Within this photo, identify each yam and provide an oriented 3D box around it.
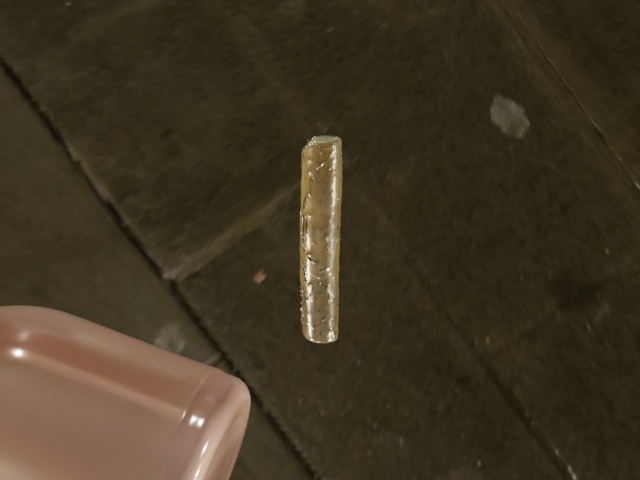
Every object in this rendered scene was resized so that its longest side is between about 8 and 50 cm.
[{"bbox_3d":[0.000,0.000,0.998,0.032,0.032,0.145,2,109,5],"label":"yam"}]

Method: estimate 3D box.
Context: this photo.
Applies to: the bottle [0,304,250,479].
[{"bbox_3d":[-0.219,0.145,1.191,0.297,0.206,0.173,19,90,7],"label":"bottle"}]
